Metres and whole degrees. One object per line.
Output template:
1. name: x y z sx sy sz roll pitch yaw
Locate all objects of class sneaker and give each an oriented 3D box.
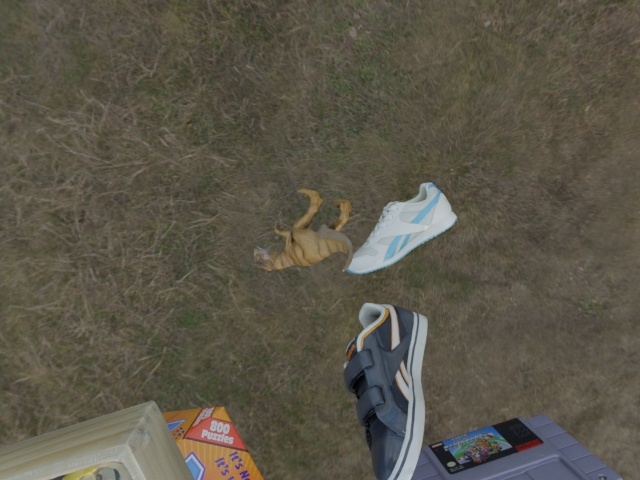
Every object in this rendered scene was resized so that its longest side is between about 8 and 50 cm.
1. sneaker: 0.096 0.237 0.816 0.127 0.321 0.126 20 129 -4
2. sneaker: 0.135 -0.018 0.924 0.229 0.087 0.092 -33 99 -5

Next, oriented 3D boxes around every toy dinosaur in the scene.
1. toy dinosaur: 0.000 0.000 0.549 0.064 0.211 0.112 26 69 -27

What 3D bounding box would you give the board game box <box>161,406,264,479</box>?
1. board game box: -0.286 0.532 0.806 0.356 0.356 0.356 -27 92 49

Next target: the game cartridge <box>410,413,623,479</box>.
1. game cartridge: 0.360 0.461 0.983 0.355 0.230 0.068 -12 110 -12

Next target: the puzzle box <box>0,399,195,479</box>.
1. puzzle box: -0.261 0.306 0.384 0.409 0.052 0.272 -20 104 7
